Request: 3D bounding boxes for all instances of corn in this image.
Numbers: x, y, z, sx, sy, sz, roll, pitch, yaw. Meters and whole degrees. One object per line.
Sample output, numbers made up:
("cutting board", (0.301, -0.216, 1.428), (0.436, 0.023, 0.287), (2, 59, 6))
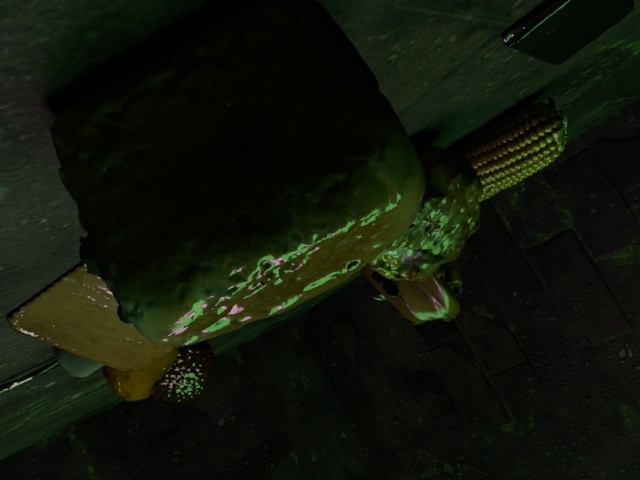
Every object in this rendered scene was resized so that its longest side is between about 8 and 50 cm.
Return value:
("corn", (0.348, -0.157, 1.346), (0.387, 0.144, 0.144), (-34, 170, 19))

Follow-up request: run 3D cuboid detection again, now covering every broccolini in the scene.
("broccolini", (-0.576, 0.270, 1.157), (0.218, 0.044, 0.042), (-30, 158, -32))

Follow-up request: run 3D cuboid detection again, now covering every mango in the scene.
("mango", (-0.369, 0.240, 1.272), (0.151, 0.156, 0.249), (13, 153, -18))

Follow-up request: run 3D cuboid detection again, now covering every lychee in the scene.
("lychee", (-0.370, 0.328, 1.645), (0.200, 0.200, 0.238), (-32, 156, 19))

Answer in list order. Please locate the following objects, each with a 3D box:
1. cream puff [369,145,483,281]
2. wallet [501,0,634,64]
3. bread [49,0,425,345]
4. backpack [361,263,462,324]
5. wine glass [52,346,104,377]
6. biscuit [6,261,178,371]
("cream puff", (0.161, -0.058, 1.149), (0.281, 0.185, 0.282), (-27, 141, -24))
("wallet", (0.358, -0.306, 0.876), (0.146, 0.030, 0.285), (-39, 167, 32))
("bread", (-0.062, -0.042, 0.472), (0.246, 0.196, 0.176), (-28, 165, 3))
("backpack", (0.197, 0.064, 1.527), (0.201, 0.353, 0.378), (-44, 170, 5))
("wine glass", (-0.296, 0.121, 0.961), (0.230, 0.103, 0.103), (-29, 172, 15))
("biscuit", (-0.262, 0.100, 0.857), (0.232, 0.013, 0.237), (-33, 140, 17))
